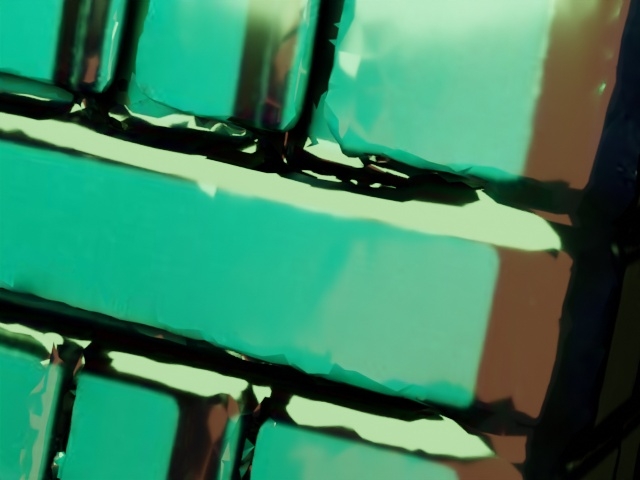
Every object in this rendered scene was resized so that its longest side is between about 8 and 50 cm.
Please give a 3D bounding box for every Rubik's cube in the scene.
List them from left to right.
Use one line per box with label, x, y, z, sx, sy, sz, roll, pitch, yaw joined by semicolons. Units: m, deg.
Rubik's cube;0.000;0.000;0.700;0.288;0.293;0.284;14;99;20
